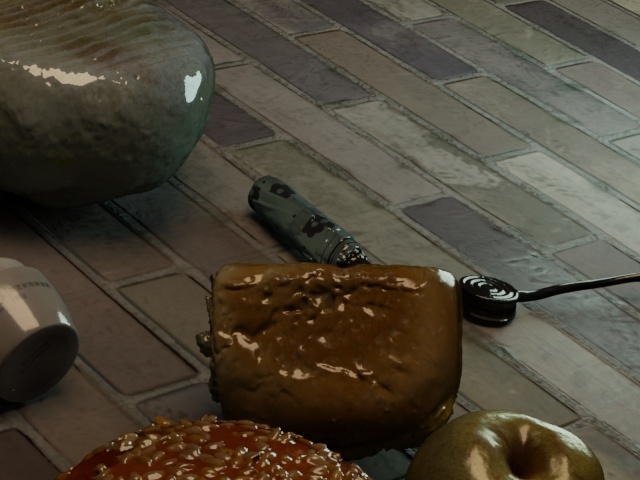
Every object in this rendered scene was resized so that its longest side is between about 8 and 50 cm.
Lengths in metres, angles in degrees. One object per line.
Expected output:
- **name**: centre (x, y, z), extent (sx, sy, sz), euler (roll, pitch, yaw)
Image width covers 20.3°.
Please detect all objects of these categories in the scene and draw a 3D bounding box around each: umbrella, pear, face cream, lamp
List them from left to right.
- **face cream**: centre (-0.285, 0.082, 1.631), extent (0.117, 0.117, 0.104), euler (-17, 48, -40)
- **umbrella**: centre (0.001, 0.001, 1.937), extent (0.053, 0.052, 0.250), euler (31, 6, -46)
- **pear**: centre (0.153, 0.221, 1.500), extent (0.167, 0.136, 0.167), euler (9, 32, -6)
- **lamp**: centre (0.325, 0.019, 1.946), extent (0.371, 0.108, 0.130), euler (2, 26, -13)

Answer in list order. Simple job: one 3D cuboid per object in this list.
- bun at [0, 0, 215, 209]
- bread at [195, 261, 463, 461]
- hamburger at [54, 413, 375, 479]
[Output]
- **bun**: centre (-0.292, -0.165, 1.974), extent (0.362, 0.211, 0.362), euler (7, 32, -4)
- **bread**: centre (0.006, 0.109, 1.606), extent (0.246, 0.176, 0.195), euler (2, -6, 10)
- **hamburger**: centre (-0.071, 0.256, 1.274), extent (0.291, 0.225, 0.291), euler (6, 26, -3)
